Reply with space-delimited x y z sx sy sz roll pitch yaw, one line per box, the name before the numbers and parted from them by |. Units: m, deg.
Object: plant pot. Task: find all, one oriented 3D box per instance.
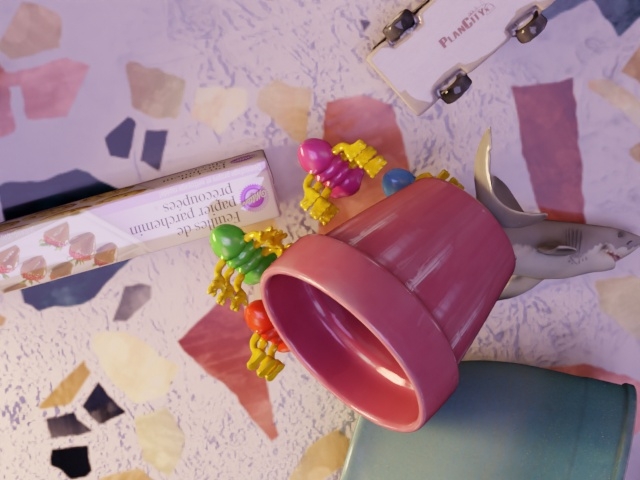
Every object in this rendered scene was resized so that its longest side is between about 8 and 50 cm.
plant pot | 0.076 0.045 1.368 0.180 0.201 0.201 -43 105 -22
plant pot | 0.153 0.236 1.479 0.255 0.271 0.272 17 102 5

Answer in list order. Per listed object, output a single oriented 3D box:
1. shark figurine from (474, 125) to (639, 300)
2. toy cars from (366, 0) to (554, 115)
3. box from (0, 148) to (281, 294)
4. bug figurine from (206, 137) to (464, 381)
shark figurine | 0.187 -0.023 1.477 0.166 0.278 0.116 -24 65 30
toy cars | 0.153 -0.314 1.429 0.176 0.087 0.394 8 106 -2
box | -0.202 -0.015 1.476 0.324 0.067 0.063 -16 105 0
bug figurine | 0.000 0.000 1.458 0.279 0.072 0.216 -44 139 3
